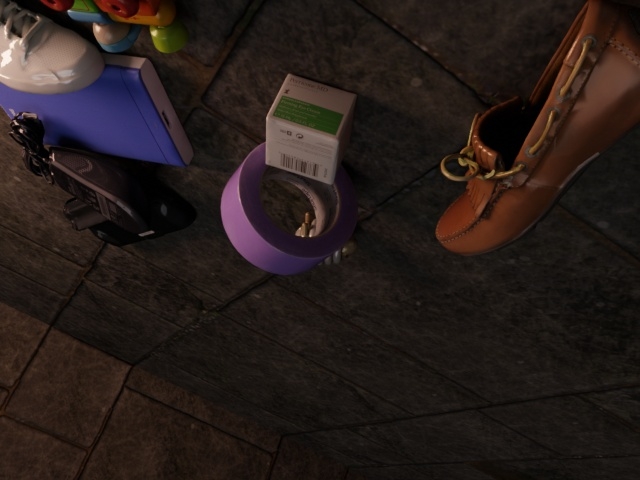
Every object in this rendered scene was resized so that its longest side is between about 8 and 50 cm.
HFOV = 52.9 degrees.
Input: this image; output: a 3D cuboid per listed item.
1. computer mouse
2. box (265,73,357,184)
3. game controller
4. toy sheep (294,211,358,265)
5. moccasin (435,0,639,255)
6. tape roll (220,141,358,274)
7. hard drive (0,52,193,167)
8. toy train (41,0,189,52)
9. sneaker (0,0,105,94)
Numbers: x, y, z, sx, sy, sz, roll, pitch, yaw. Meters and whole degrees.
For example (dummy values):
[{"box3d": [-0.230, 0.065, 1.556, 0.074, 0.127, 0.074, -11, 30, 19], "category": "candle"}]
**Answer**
[{"box3d": [-0.397, -0.115, 1.114, 0.272, 0.072, 0.188, 34, 154, -2], "category": "computer mouse"}, {"box3d": [-0.013, -0.148, 0.864, 0.101, 0.087, 0.102, 18, 150, 5], "category": "box"}, {"box3d": [-0.394, -0.054, 1.310, 0.319, 0.067, 0.166, -11, 152, 44], "category": "game controller"}, {"box3d": [0.000, 0.000, 1.108, 0.132, 0.091, 0.091, 9, 149, 10], "category": "toy sheep"}, {"box3d": [0.225, -0.106, 0.731, 0.147, 0.139, 0.380, 25, 150, -5], "category": "moccasin"}, {"box3d": [-0.045, -0.050, 0.944, 0.189, 0.189, 0.080, 29, 150, -14], "category": "tape roll"}, {"box3d": [-0.382, -0.217, 1.031, 0.318, 0.040, 0.210, 11, 149, 17], "category": "hard drive"}, {"box3d": [-0.193, -0.278, 0.759, 0.248, 0.105, 0.143, 11, 160, 16], "category": "toy train"}, {"box3d": [-0.445, -0.304, 0.860, 0.292, 0.108, 0.169, 17, 154, 9], "category": "sneaker"}]
